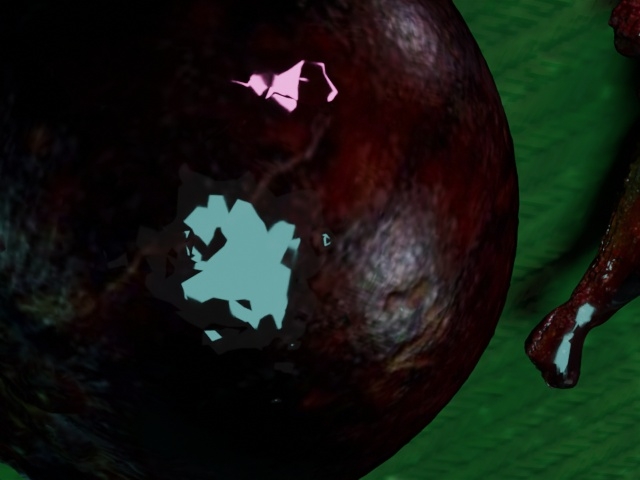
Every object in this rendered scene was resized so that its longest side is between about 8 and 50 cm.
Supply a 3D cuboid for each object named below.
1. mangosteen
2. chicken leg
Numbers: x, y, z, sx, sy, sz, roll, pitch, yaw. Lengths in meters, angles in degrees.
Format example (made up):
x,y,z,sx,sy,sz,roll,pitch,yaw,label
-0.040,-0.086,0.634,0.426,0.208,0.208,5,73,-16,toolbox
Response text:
x,y,z,sx,sy,sz,roll,pitch,yaw,label
-0.038,-0.025,0.569,0.216,0.216,0.216,-10,132,-12,mangosteen
0.136,-0.035,0.713,0.089,0.048,0.219,0,129,-16,chicken leg
